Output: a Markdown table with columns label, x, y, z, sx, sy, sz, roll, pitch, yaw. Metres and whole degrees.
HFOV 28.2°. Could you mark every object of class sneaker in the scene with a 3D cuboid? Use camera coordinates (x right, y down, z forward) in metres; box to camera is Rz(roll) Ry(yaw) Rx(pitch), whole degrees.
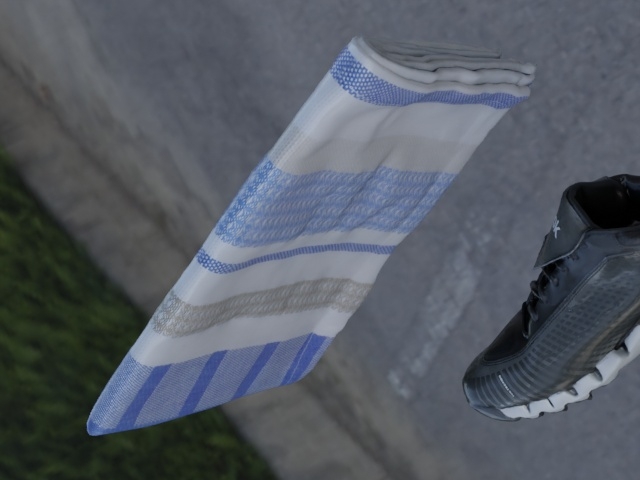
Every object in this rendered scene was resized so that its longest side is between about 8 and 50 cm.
| label | x | y | z | sx | sy | sz | roll | pitch | yaw |
| --- | --- | --- | --- | --- | --- | --- | --- | --- | --- |
| sneaker | 0.154 | 0.018 | 0.713 | 0.106 | 0.078 | 0.234 | 42 | 126 | -16 |

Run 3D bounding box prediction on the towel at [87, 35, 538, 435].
| label | x | y | z | sx | sy | sz | roll | pitch | yaw |
| --- | --- | --- | --- | --- | --- | --- | --- | --- | --- |
| towel | 0.000 | 0.000 | 0.746 | 0.034 | 0.209 | 0.285 | 46 | 115 | 20 |
